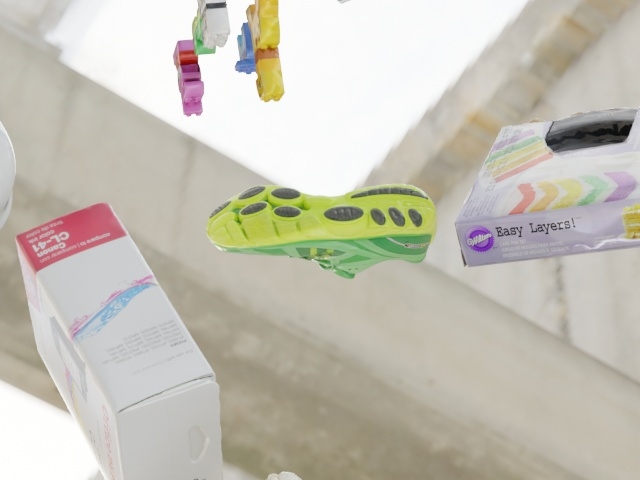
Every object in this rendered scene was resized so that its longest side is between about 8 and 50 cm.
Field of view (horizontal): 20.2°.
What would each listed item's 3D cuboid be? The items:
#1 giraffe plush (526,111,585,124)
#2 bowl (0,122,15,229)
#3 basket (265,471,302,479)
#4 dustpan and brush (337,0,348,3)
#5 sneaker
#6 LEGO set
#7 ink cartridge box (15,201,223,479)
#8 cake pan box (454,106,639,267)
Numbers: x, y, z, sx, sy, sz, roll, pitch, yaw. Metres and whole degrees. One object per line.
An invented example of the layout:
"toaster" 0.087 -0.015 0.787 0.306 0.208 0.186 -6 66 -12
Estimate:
"giraffe plush" 0.402 -0.082 2.795 0.170 0.210 0.181 87 12 -60
"bowl" -0.566 -0.139 2.656 0.134 0.298 0.298 -45 -155 40
"basket" 0.009 0.463 1.961 0.331 0.328 0.266 117 -3 -62
"dustpan and brush" 0.008 -0.315 1.837 0.060 0.147 0.211 -30 -174 4
"sneaker" 0.000 0.000 2.280 0.109 0.296 0.123 -82 169 -48
"LEGO set" -0.076 -0.165 1.657 0.227 0.087 0.093 131 -49 -74
"ink cartridge box" -0.237 0.142 2.119 0.306 0.131 0.226 56 -23 38
"cake pan box" 0.303 -0.069 2.064 0.246 0.070 0.267 -5 -153 24
